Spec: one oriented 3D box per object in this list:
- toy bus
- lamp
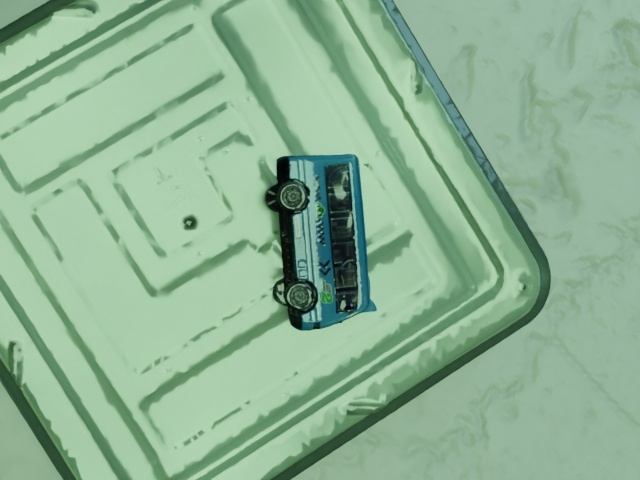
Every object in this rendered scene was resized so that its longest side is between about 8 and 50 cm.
[{"bbox_3d":[0.000,0.000,0.554,0.046,0.038,0.083,-5,92,-12],"label":"toy bus"},{"bbox_3d":[-0.053,-0.012,0.589,0.269,0.047,0.266,-32,95,-7],"label":"lamp"}]
